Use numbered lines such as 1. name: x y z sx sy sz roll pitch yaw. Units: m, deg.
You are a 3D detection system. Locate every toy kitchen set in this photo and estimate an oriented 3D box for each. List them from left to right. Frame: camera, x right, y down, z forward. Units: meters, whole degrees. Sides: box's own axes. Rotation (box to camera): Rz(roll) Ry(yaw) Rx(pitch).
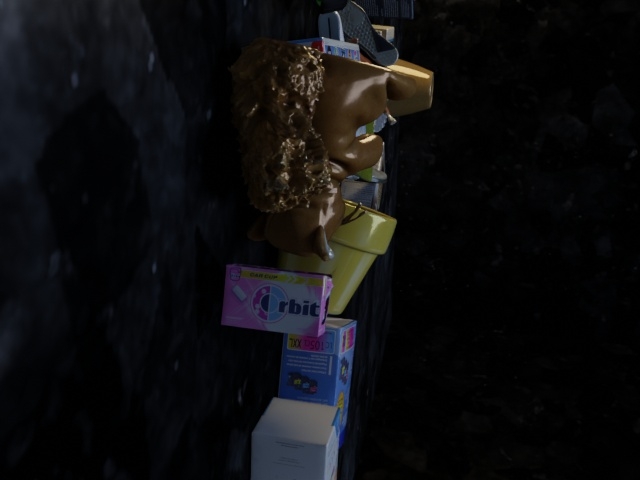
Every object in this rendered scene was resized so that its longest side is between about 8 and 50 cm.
1. toy kitchen set: 0.122 -0.562 2.289 0.207 0.122 0.166 -34 132 -50

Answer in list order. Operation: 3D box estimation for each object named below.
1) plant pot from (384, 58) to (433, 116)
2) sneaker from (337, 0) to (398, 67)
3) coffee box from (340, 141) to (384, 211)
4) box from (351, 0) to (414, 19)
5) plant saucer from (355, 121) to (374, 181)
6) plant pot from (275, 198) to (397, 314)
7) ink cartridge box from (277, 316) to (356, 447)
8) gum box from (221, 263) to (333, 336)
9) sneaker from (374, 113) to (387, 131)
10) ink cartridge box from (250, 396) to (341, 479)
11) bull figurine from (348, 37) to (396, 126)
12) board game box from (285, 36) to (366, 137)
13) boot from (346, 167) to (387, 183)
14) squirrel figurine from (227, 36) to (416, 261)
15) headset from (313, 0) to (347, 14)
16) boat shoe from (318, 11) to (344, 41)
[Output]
1. plant pot: 0.242 -0.504 2.476 0.237 0.255 0.237 6 90 -78
2. sneaker: 0.112 -0.568 2.081 0.086 0.226 0.163 -43 -169 3
3. coffee box: 0.135 -0.161 2.437 0.168 0.119 0.297 80 19 -58
4. box: 0.166 -0.718 2.099 0.108 0.207 0.153 70 29 -66
5. plant saucer: 0.072 -0.269 2.048 0.045 0.188 0.188 -14 116 -30
6. plant pot: 0.009 0.022 1.632 0.254 0.254 0.238 -8 119 -79
7. ink cartridge box: -0.012 0.398 1.897 0.270 0.151 0.395 10 87 -79
8. gum box: -0.073 0.104 1.319 0.062 0.189 0.107 -3 99 -79
9. sneaker: 0.143 -0.441 2.303 0.105 0.115 0.281 69 19 -52
10. ink cartridge box: -0.054 0.502 1.664 0.171 0.168 0.232 -54 149 -70
11. bull figurine: 0.120 -0.425 2.059 0.188 0.101 0.310 65 11 15
12. board game box: 0.023 -0.299 1.710 0.308 0.086 0.301 -33 119 -70
13. boot: 0.127 -0.258 2.244 0.247 0.083 0.161 4 93 -50
14. squirrel figurine: -0.045 -0.151 1.330 0.397 0.281 0.370 -9 115 -64
15. headset: 0.032 -0.588 1.411 0.394 0.185 0.243 146 -69 -86
16. boat shoe: 0.036 -0.462 1.877 0.076 0.083 0.226 -41 135 -73
